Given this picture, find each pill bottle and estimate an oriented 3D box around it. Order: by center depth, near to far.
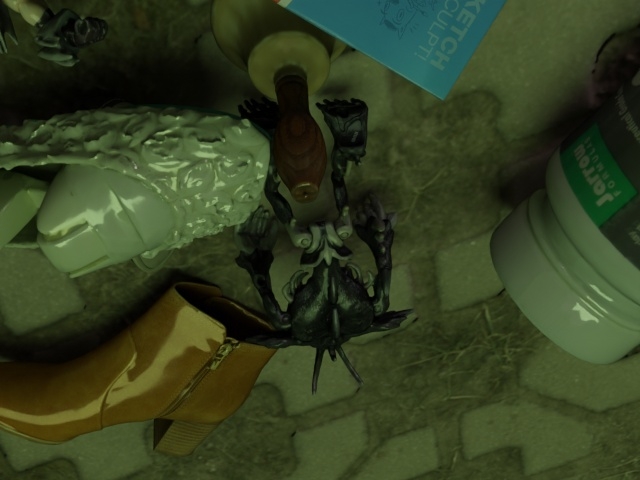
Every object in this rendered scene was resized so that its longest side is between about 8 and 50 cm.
[{"bbox_3d":[0.332,-0.061,1.004,0.204,0.204,0.361,26,124,-27],"label":"pill bottle"}]

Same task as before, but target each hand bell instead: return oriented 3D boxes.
[{"bbox_3d":[-0.020,-0.111,0.893,0.126,0.242,0.126,-4,133,-4],"label":"hand bell"}]

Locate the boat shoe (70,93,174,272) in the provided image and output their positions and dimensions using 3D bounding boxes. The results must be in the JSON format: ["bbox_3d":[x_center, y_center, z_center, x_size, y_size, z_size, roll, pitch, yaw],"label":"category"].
[{"bbox_3d":[-0.181,-0.054,1.065,0.065,0.075,0.206,27,147,28],"label":"boat shoe"}]

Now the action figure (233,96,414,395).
[{"bbox_3d":[0.000,0.000,1.071,0.164,0.141,0.275,-6,117,-4],"label":"action figure"}]

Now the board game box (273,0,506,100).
[{"bbox_3d":[0.069,-0.290,0.787,0.242,0.064,0.316,26,103,-26],"label":"board game box"}]

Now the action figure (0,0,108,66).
[{"bbox_3d":[-0.168,-0.233,0.858,0.285,0.099,0.185,-9,123,-3],"label":"action figure"}]

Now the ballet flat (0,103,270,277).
[{"bbox_3d":[-0.239,-0.025,0.954,0.409,0.147,0.147,0,134,16],"label":"ballet flat"}]

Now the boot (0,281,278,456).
[{"bbox_3d":[-0.205,0.119,1.190,0.295,0.104,0.211,17,123,-27],"label":"boot"}]
